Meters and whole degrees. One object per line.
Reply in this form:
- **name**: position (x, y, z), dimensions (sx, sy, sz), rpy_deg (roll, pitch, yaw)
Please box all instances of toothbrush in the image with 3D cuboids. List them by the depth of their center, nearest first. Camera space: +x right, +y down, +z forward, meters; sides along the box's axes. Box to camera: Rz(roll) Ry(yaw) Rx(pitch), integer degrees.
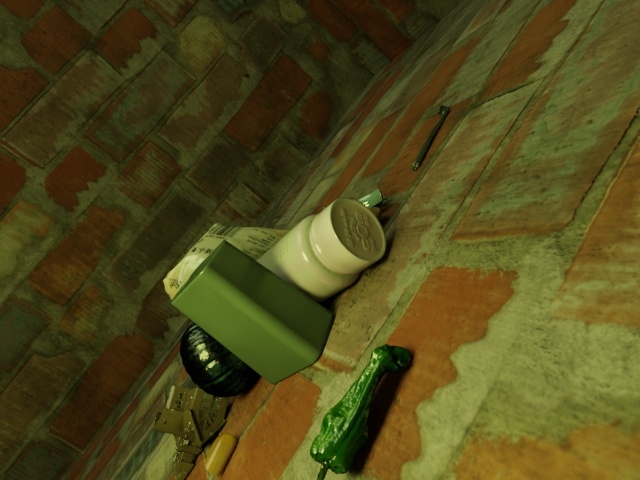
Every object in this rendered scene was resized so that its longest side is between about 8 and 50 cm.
- **toothbrush**: position (0.349, -0.329, 1.515), dimensions (0.297, 0.031, 0.030), rpy_deg (-60, -9, -28)

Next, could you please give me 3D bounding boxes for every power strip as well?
- **power strip**: position (0.110, -0.101, 1.462), dimensions (0.216, 0.044, 0.137), rpy_deg (-18, -13, -6)

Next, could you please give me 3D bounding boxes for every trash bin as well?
- **trash bin**: position (-0.171, 0.177, 1.198), dimensions (0.223, 0.343, 0.158), rpy_deg (-40, 15, 41)

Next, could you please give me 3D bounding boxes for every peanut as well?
- **peanut**: position (0.129, -0.055, 1.414), dimensions (0.152, 0.076, 0.076), rpy_deg (-37, 19, 52)

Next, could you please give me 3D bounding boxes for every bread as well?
- **bread**: position (-0.248, 0.522, 1.160), dimensions (0.062, 0.049, 0.103), rpy_deg (-36, 18, 47)

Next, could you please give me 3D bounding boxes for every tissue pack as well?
- **tissue pack**: position (-0.266, 0.083, 1.545), dimensions (0.376, 0.195, 0.390), rpy_deg (6, 35, 26)

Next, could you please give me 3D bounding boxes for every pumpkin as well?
- **pumpkin**: position (-0.259, 0.308, 1.361), dimensions (0.248, 0.248, 0.248), rpy_deg (-47, 14, 16)

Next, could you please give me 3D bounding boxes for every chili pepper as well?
- **chili pepper**: position (0.062, 0.272, 0.772), dimensions (0.256, 0.074, 0.100), rpy_deg (-57, 14, -25)

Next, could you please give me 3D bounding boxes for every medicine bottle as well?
- **medicine bottle**: position (-0.018, 0.058, 1.286), dimensions (0.379, 0.214, 0.213), rpy_deg (-38, 19, 42)

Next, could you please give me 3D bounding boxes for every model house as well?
- **model house**: position (-0.385, 0.554, 1.340), dimensions (0.181, 0.176, 0.247), rpy_deg (-35, 37, 47)
